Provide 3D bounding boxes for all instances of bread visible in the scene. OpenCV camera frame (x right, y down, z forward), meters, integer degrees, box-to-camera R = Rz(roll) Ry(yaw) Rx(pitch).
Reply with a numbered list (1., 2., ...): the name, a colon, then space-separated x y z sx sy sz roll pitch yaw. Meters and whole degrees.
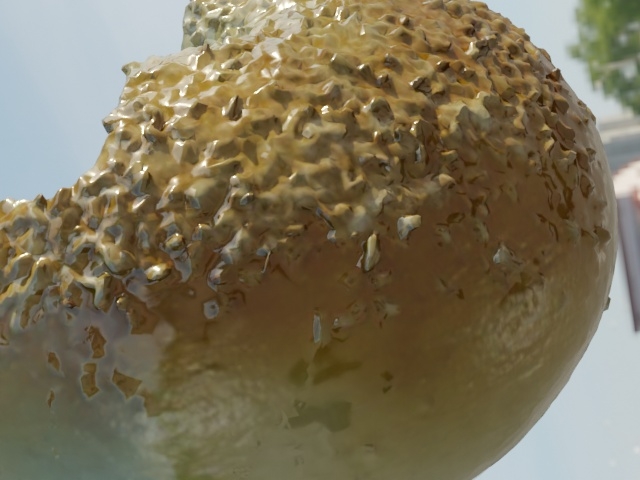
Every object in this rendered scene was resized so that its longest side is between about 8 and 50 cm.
1. bread: 0.001 0.003 0.599 0.314 0.192 0.171 -32 -49 -38
